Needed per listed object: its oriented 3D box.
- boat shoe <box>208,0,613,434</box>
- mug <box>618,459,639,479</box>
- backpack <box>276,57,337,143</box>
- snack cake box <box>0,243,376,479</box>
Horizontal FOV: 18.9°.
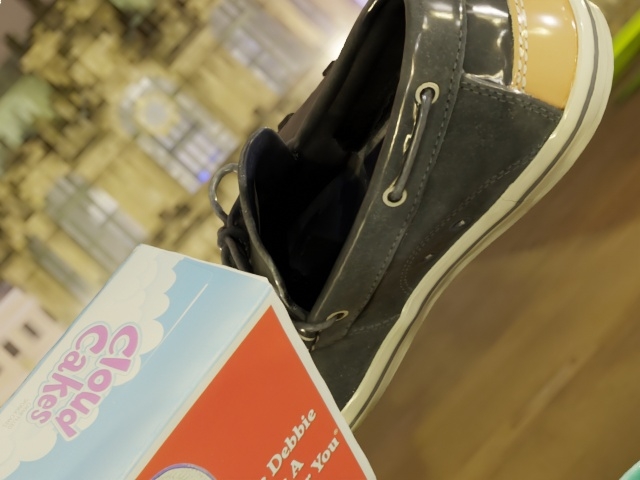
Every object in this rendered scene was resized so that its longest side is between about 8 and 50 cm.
[{"bbox_3d":[0.000,0.000,1.310,0.500,0.156,0.187,-52,37,39],"label":"boat shoe"},{"bbox_3d":[0.151,0.143,0.691,0.129,0.158,0.097,-75,-20,-51],"label":"mug"},{"bbox_3d":[0.058,-0.047,1.637,0.166,0.188,0.144,-49,18,19],"label":"backpack"},{"bbox_3d":[-0.100,0.150,0.852,0.264,0.089,0.152,-52,-44,-26],"label":"snack cake box"}]
